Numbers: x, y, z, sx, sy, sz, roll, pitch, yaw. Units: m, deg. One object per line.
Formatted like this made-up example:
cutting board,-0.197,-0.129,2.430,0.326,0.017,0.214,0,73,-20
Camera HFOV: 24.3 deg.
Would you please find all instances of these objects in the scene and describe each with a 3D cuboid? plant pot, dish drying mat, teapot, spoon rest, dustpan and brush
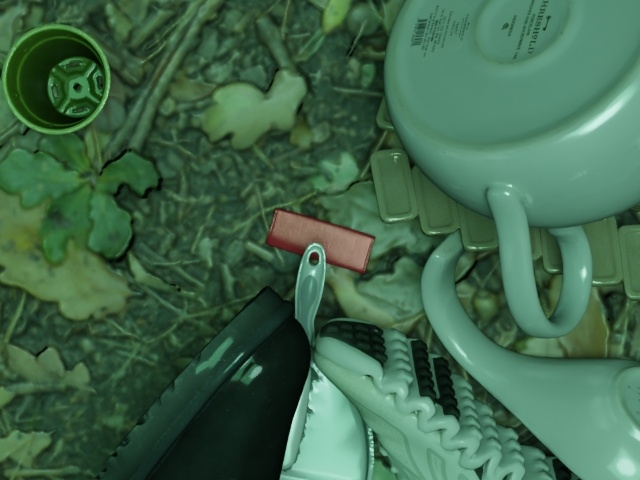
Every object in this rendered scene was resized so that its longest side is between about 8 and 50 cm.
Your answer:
plant pot,-0.197,-0.123,1.163,0.083,0.079,0.083,0,91,4
dish drying mat,0.000,0.000,1.191,0.083,0.008,0.032,17,93,2
teapot,0.179,-0.100,1.057,0.256,0.187,0.252,-39,47,7
spoon rest,0.187,0.106,1.140,0.276,0.137,0.084,41,134,8
dustpan and brush,-0.020,0.105,1.168,0.147,0.060,0.211,10,92,3

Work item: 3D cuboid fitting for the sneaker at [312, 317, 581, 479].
sneaker,0.097,0.175,1.132,0.292,0.110,0.118,41,108,-10

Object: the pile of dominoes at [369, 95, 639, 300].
pile of dominoes,0.164,-0.067,1.157,0.251,0.040,0.196,16,72,5

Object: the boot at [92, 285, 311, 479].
boot,0.030,0.291,1.093,0.445,0.146,0.367,39,120,4
